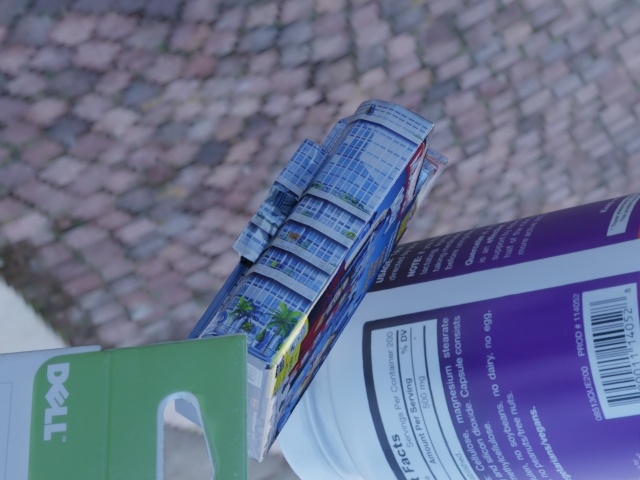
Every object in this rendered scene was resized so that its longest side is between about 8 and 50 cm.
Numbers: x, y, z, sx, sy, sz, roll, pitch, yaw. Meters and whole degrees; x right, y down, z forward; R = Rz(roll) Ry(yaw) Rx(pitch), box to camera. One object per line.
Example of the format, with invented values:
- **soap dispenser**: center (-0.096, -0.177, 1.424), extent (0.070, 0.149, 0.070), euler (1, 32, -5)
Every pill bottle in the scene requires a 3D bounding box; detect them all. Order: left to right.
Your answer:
- **pill bottle**: center (0.133, 0.076, 1.190), extent (0.323, 0.181, 0.181), euler (-12, 163, 31)

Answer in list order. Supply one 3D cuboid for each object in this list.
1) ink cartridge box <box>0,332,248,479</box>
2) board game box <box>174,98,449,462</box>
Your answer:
- **ink cartridge box**: center (-0.122, 0.103, 0.713), extent (0.209, 0.109, 0.062), euler (-6, 151, 10)
- **board game box**: center (0.000, 0.000, 0.986), extent (0.194, 0.060, 0.194), euler (-57, 173, -19)
